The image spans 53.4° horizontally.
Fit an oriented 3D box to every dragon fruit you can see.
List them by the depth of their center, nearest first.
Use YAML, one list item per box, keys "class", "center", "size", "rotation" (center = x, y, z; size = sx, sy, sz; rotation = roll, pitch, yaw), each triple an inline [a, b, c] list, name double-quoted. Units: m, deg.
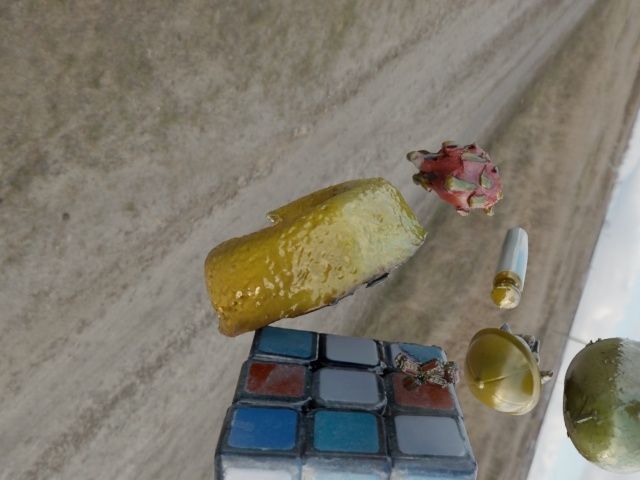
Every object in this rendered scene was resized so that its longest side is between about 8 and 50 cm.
- class: "dragon fruit"
  center: [0.267, -0.132, 1.267]
  size: [0.150, 0.207, 0.133]
  rotation: [-51, 160, -46]

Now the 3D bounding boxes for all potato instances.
- class: "potato"
  center: [0.619, 0.351, 1.299]
  size: [0.219, 0.270, 0.359]
  rotation: [-44, 169, 32]

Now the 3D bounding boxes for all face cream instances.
- class: "face cream"
  center: [0.324, 0.043, 1.085]
  size: [0.182, 0.051, 0.072]
  rotation: [-59, 151, -50]

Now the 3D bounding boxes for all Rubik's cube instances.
- class: "Rubik's cube"
  center: [0.027, 0.371, 0.997]
  size: [0.359, 0.363, 0.362]
  rotation: [-91, -172, -68]

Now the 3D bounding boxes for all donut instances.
- class: "donut"
  center: [0.000, 0.000, 1.164]
  size: [0.163, 0.377, 0.435]
  rotation: [65, 30, -6]

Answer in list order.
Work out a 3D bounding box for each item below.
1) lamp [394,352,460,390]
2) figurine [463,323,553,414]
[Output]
- class: "lamp"
  center: [0.147, 0.177, 0.862]
  size: [0.031, 0.083, 0.063]
  rotation: [-72, 149, -47]
- class: "figurine"
  center: [0.412, 0.284, 1.411]
  size: [0.167, 0.192, 0.257]
  rotation: [-46, 158, 17]
